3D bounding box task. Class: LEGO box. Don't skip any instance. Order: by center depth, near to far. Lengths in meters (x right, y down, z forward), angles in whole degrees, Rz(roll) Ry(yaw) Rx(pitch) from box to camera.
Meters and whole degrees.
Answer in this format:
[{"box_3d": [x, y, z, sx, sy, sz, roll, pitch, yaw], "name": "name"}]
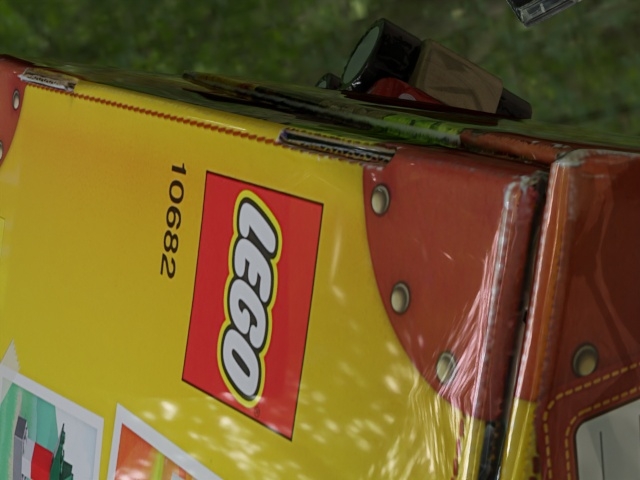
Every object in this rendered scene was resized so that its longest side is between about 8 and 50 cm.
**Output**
[{"box_3d": [-0.002, 0.195, 0.545, 0.372, 0.193, 0.500, 19, 103, 56], "name": "LEGO box"}]

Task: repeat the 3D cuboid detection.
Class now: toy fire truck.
[{"box_3d": [0.000, 0.000, 0.954, 0.158, 0.217, 0.246, 28, -121, -15], "name": "toy fire truck"}]

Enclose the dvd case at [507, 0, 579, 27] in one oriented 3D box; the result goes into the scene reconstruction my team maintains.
[{"box_3d": [0.150, -0.207, 0.792, 0.018, 0.165, 0.221, 57, -171, -36], "name": "dvd case"}]
